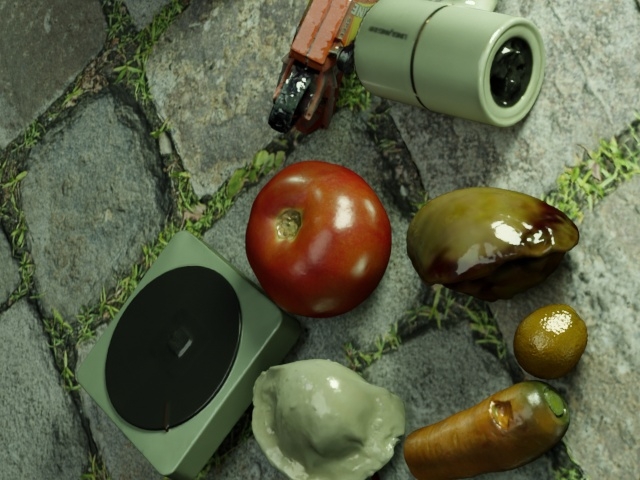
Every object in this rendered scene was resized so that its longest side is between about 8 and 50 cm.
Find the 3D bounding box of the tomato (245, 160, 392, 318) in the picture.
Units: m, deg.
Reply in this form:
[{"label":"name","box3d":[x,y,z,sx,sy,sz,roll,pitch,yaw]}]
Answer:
[{"label":"tomato","box3d":[0.000,0.000,1.576,0.195,0.136,0.195,-14,67,37]}]

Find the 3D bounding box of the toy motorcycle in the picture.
[{"label":"toy motorcycle","box3d":[0.022,-0.267,1.619,0.089,0.171,0.298,27,102,4]}]

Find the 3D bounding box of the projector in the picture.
[{"label":"projector","box3d":[-0.175,0.150,1.709,0.259,0.079,0.257,-53,47,1]}]

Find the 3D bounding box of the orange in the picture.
[{"label":"orange","box3d":[0.247,0.108,1.382,0.085,0.085,0.085,-11,72,38]}]

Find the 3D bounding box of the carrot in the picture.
[{"label":"carrot","box3d":[0.181,0.216,1.408,0.193,0.087,0.087,-33,59,34]}]

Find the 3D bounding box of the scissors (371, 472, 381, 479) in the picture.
[{"label":"scissors","box3d":[0.092,0.352,1.490,0.247,0.017,0.144,21,93,40]}]

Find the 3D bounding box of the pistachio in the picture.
[{"label":"pistachio","box3d":[0.189,0.006,1.432,0.210,0.130,0.165,-3,37,40]}]

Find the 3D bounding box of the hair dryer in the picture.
[{"label":"hair dryer","box3d":[0.196,-0.319,1.521,0.203,0.128,0.362,20,84,42]}]

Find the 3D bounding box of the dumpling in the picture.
[{"label":"dumpling","box3d":[-0.002,0.220,1.533,0.181,0.111,0.155,-9,60,47]}]
